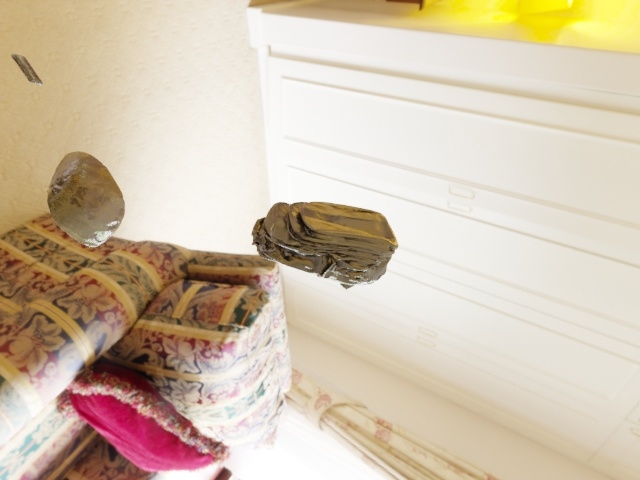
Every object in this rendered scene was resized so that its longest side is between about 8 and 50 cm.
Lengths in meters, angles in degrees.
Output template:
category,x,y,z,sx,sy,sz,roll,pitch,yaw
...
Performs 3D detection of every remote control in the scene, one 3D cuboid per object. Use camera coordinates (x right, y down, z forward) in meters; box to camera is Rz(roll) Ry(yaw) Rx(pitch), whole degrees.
category,x,y,z,sx,sy,sz,roll,pitch,yaw
remote control,-0.746,-0.438,1.029,0.014,0.096,0.039,-40,172,20

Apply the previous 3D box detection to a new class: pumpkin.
category,x,y,z,sx,sy,sz,roll,pitch,yaw
pumpkin,-0.745,-0.137,1.280,0.169,0.148,0.312,-56,125,-68

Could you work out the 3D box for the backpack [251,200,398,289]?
category,x,y,z,sx,sy,sz,roll,pitch,yaw
backpack,0.000,0.000,0.765,0.206,0.259,0.133,-103,-151,-63
